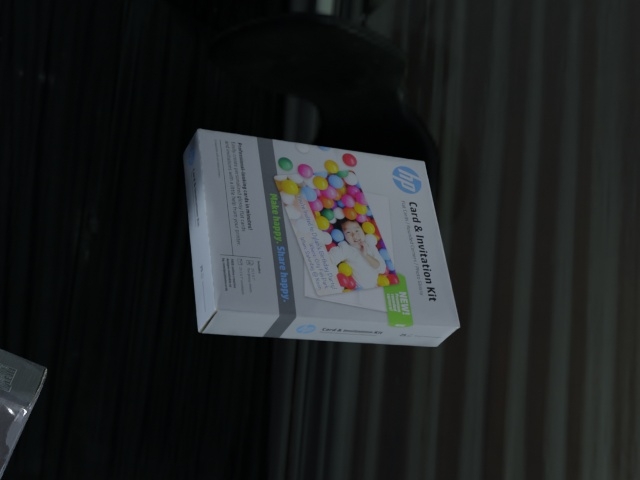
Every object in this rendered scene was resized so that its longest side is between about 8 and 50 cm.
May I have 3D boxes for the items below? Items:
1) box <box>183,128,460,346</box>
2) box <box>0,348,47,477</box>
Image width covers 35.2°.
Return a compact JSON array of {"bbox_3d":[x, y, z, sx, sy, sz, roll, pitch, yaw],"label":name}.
[{"bbox_3d":[0.000,0.000,0.721,0.186,0.145,0.038,7,147,-25],"label":"box"},{"bbox_3d":[-0.267,0.099,0.444,0.231,0.183,0.056,24,-173,-13],"label":"box"}]
